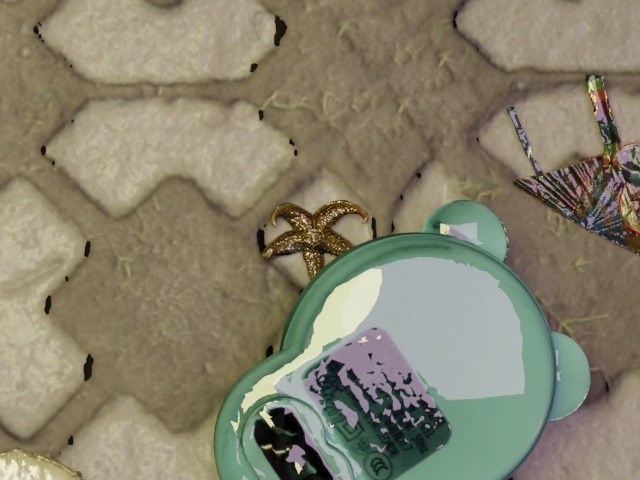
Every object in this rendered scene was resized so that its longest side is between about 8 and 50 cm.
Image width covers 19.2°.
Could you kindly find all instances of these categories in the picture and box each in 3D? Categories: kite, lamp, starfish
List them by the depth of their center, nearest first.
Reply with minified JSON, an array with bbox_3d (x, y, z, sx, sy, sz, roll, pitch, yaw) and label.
[{"bbox_3d":[0.051,0.113,1.421,0.284,0.147,0.209,-35,92,-23],"label":"lamp"},{"bbox_3d":[0.000,0.000,1.482,0.091,0.028,0.078,31,84,-12],"label":"starfish"},{"bbox_3d":[0.246,-0.062,1.558,0.183,0.010,0.160,-18,93,-11],"label":"kite"}]

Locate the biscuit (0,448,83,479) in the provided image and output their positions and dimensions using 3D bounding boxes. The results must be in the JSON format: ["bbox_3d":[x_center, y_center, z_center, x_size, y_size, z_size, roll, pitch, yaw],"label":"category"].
[{"bbox_3d":[-0.230,0.230,1.408,0.152,0.020,0.152,1,84,-13],"label":"biscuit"}]
